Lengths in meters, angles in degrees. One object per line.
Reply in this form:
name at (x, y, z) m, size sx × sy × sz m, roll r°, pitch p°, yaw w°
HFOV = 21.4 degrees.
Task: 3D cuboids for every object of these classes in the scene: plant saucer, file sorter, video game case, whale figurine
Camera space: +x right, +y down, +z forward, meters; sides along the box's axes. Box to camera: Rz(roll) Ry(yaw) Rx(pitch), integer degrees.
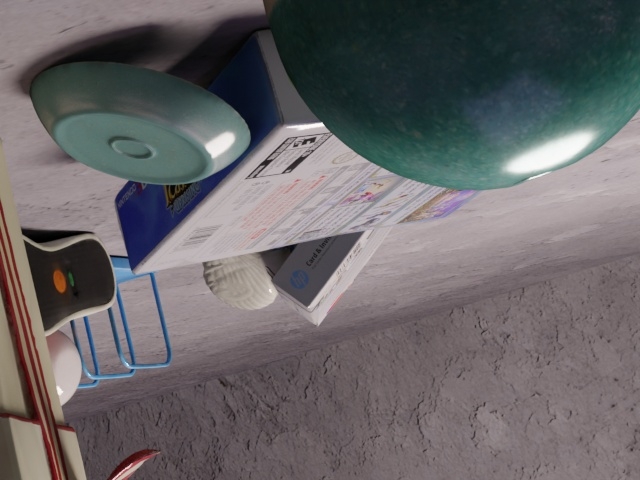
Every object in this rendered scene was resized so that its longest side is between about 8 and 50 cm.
plant saucer at (-0.097, -0.057, 0.893) m, size 0.119 × 0.021 × 0.119 m, roll 9°, pitch 159°, yaw 4°
file sorter at (-0.238, 0.087, 1.567) m, size 0.170 × 0.104 × 0.118 m, roll -17°, pitch 172°, yaw 18°
video game case at (0.027, -0.063, 1.051) m, size 0.244 × 0.061 × 0.269 m, roll -9°, pitch 166°, yaw -27°
whale figurine at (0.102, -0.096, 0.715) m, size 0.216 × 0.141 × 0.272 m, roll -21°, pitch 170°, yaw 39°

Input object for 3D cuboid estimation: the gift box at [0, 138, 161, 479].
gift box at (-0.239, 0.067, 0.847) m, size 0.276 × 0.258 × 0.255 m, roll -13°, pitch 173°, yaw 3°

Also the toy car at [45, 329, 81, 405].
toy car at (-0.295, 0.150, 1.438) m, size 0.159 × 0.136 × 0.182 m, roll 2°, pitch -158°, yaw 30°

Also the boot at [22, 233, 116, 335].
boot at (-0.286, 0.051, 1.305) m, size 0.176 × 0.088 × 0.244 m, roll -15°, pitch 176°, yaw 18°

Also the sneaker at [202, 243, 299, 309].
sneaker at (-0.050, -0.022, 1.289) m, size 0.085 × 0.086 × 0.237 m, roll 14°, pitch 157°, yaw -2°

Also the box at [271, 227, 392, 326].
box at (0.024, -0.006, 1.314) m, size 0.145 × 0.038 × 0.186 m, roll -53°, pitch 173°, yaw -4°
